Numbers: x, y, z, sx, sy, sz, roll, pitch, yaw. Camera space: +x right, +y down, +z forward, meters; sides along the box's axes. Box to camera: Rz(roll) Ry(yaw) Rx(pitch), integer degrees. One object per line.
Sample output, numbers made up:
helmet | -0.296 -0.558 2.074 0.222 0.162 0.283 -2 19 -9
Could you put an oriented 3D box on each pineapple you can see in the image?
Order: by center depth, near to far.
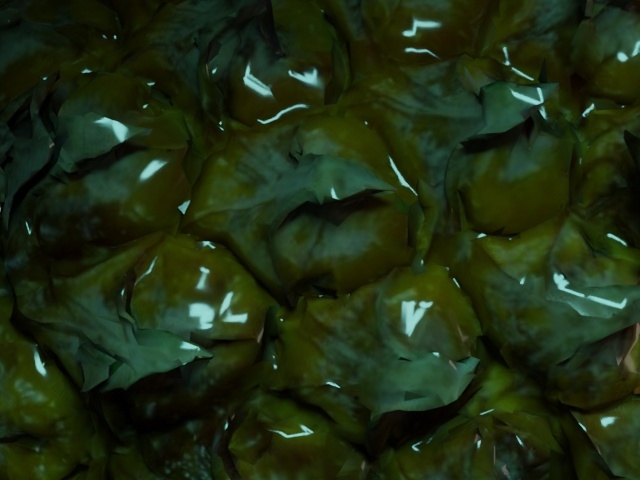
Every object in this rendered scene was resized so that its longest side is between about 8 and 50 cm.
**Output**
pineapple | -0.001 0.003 0.481 0.352 0.300 0.352 3 90 -85
